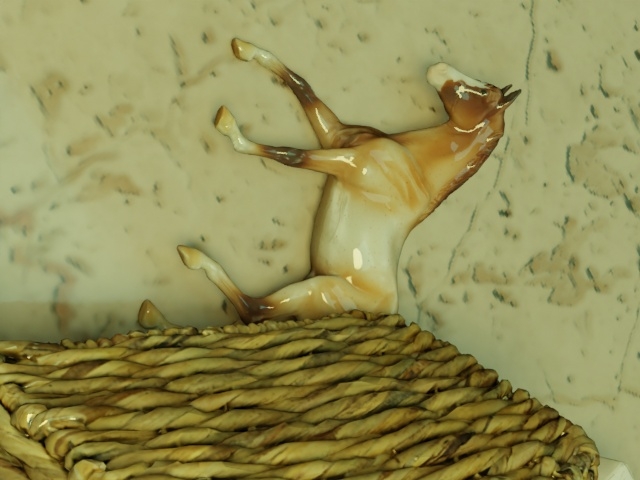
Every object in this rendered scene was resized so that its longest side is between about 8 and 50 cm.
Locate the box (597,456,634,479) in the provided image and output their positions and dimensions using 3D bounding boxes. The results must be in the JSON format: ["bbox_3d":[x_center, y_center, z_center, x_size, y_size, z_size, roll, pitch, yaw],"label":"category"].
[{"bbox_3d":[0.117,0.236,0.886,0.203,0.103,0.114,-37,106,-21],"label":"box"}]

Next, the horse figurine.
[{"bbox_3d":[0.000,0.000,0.847,0.174,0.066,0.263,21,81,-20],"label":"horse figurine"}]

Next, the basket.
[{"bbox_3d":[-0.022,0.179,0.692,0.299,0.213,0.223,-1,115,-45],"label":"basket"}]
